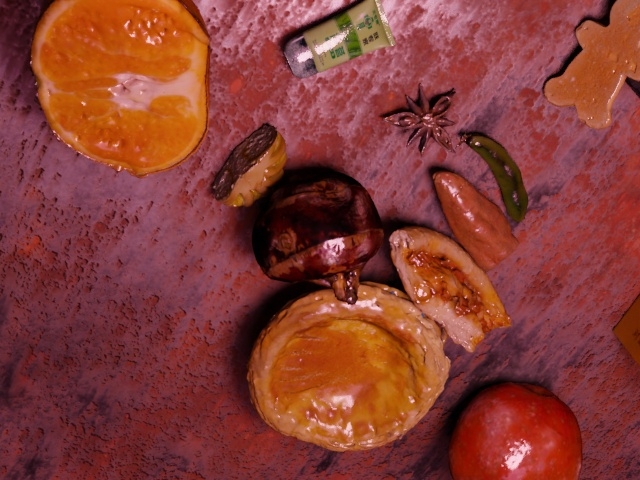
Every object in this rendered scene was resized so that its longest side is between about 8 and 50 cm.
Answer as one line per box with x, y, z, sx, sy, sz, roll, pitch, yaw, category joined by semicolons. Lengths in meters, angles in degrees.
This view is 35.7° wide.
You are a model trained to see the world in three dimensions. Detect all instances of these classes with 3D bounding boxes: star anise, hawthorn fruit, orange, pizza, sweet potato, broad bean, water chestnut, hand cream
0.167;-0.203;1.686;0.129;0.056;0.124;-1;96;-7;star anise
0.392;0.422;1.990;0.284;0.284;0.284;-6;122;-9;hawthorn fruit
-0.279;-0.254;1.442;0.274;0.274;0.310;-16;167;-3;orange
0.242;0.091;1.808;0.073;0.182;0.365;-23;129;32;pizza
0.278;-0.038;1.785;0.097;0.097;0.252;-34;123;9;sweet potato
0.319;-0.120;1.777;0.069;0.039;0.227;-41;120;6;broad bean
0.000;0.000;1.665;0.223;0.223;0.238;-15;92;-3;water chestnut
0.027;-0.319;1.588;0.175;0.046;0.095;-24;120;0;hand cream

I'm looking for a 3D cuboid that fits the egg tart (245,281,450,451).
0.048;0.221;1.849;0.387;0.169;0.388;-4;121;-6;egg tart

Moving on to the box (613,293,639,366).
0.759;0.101;1.874;0.115;0.264;0.415;21;114;-21;box

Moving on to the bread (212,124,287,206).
-0.111;-0.110;1.671;0.157;0.083;0.094;-35;133;8;bread

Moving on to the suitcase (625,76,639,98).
0.644;-0.353;1.691;0.285;0.066;0.206;-44;120;15;suitcase

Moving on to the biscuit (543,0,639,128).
0.480;-0.303;1.646;0.030;0.153;0.234;-9;133;-51;biscuit
